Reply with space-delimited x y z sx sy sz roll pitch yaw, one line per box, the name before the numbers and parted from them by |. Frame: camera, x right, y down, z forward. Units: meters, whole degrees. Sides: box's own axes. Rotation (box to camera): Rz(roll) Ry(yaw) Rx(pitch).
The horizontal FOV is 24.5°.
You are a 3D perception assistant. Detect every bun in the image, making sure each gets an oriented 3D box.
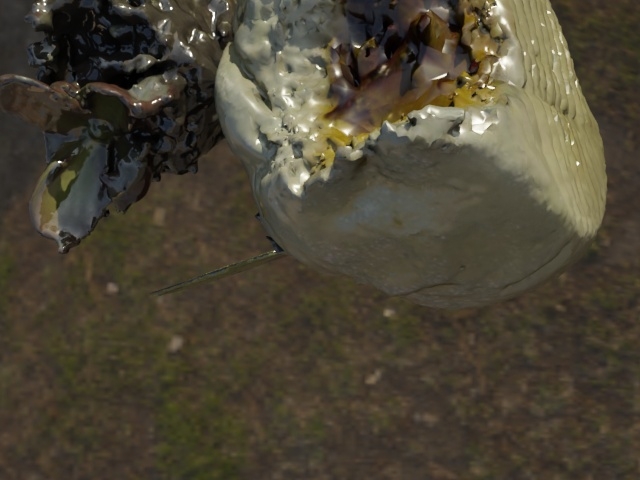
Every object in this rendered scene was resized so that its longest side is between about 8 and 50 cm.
bun | 0.044 -0.083 0.888 0.205 0.281 0.281 -18 71 24

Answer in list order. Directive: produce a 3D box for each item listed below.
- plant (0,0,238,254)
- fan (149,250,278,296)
plant | -0.155 -0.140 1.208 0.178 0.234 0.204 38 132 11
fan | 0.000 0.001 1.350 0.229 0.335 0.011 -20 89 68
